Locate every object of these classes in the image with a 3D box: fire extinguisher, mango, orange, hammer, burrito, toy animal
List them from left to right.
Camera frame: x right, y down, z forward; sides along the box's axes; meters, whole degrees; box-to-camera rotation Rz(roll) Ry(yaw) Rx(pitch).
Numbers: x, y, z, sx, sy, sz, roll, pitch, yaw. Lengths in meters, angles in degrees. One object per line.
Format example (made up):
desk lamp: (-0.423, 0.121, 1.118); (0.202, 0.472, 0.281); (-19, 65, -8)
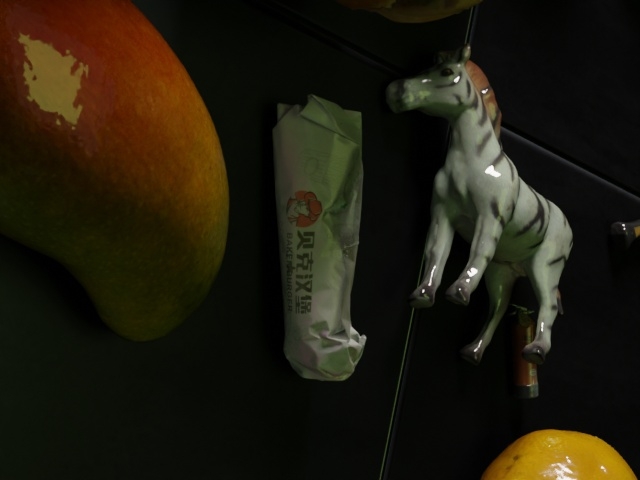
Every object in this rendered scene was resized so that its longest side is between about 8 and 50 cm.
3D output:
mango: (-0.133, -0.057, 0.822); (0.289, 0.129, 0.146); (48, 57, -49)
burrito: (0.001, -0.001, 1.022); (0.064, 0.064, 0.203); (-7, 97, -47)
toy animal: (0.124, -0.011, 1.137); (0.170, 0.089, 0.255); (-56, 133, -33)
fire extinguisher: (0.172, 0.093, 1.246); (0.028, 0.022, 0.083); (-7, 100, -17)
orange: (0.201, 0.233, 1.212); (0.156, 0.134, 0.157); (3, 85, -36)
hammer: (0.341, -0.022, 1.420); (0.201, 0.021, 0.078); (-10, 101, -48)

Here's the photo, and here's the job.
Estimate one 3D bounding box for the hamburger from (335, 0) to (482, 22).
hamburger: (0.057, -0.254, 0.927); (0.163, 0.244, 0.245); (19, 80, -44)
